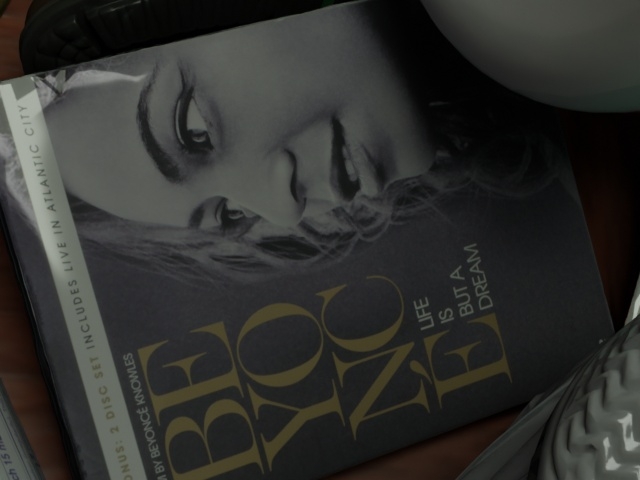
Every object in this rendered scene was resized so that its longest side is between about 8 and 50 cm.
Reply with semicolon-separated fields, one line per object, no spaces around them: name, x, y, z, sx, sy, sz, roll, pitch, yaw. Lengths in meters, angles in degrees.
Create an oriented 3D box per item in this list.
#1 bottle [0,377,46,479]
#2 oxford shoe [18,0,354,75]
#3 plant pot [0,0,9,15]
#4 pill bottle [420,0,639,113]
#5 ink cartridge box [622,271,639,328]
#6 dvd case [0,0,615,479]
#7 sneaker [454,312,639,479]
bottle;-0.161;0.040;0.453;0.118;0.092;0.283;-24;79;-9
oxford shoe;-0.021;-0.111;0.599;0.227;0.083;0.096;-20;57;-27
plant pot;-0.226;-0.148;0.566;0.236;0.032;0.236;7;65;-15
pill bottle;0.219;-0.155;0.553;0.363;0.210;0.210;-5;67;-35
ink cartridge box;0.203;-0.004;0.639;0.145;0.045;0.179;23;70;-8
dvd case;0.000;0.000;0.547;0.221;0.018;0.164;-17;93;-23
sneaker;0.057;0.145;0.466;0.366;0.210;0.137;-43;77;6
